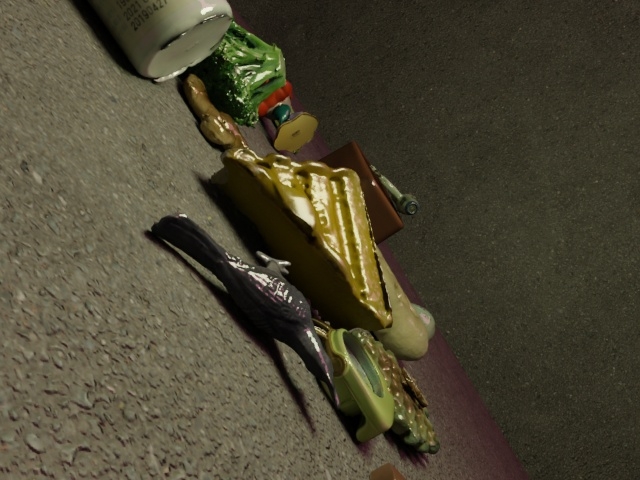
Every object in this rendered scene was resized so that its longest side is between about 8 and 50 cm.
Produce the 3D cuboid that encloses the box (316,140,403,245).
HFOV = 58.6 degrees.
[{"bbox_3d":[0.087,-0.123,1.783,0.239,0.229,0.339,53,13,-31],"label":"box"}]

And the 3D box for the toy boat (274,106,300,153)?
[{"bbox_3d":[-0.138,-0.466,2.175,0.276,0.084,0.111,61,14,18],"label":"toy boat"}]

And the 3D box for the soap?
[{"bbox_3d":[-0.042,0.019,1.057,0.305,0.169,0.338,4,63,-34],"label":"soap"}]

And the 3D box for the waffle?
[{"bbox_3d":[0.162,0.332,1.250,0.291,0.056,0.309,63,10,32],"label":"waffle"}]

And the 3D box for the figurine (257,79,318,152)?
[{"bbox_3d":[-0.139,-0.443,1.890,0.208,0.181,0.257,-4,48,-44],"label":"figurine"}]

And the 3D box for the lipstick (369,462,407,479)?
[{"bbox_3d":[0.137,0.423,0.916,0.145,0.045,0.045,51,13,-21],"label":"lipstick"}]

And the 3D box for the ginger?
[{"bbox_3d":[-0.237,-0.273,1.263,0.214,0.059,0.133,58,17,19],"label":"ginger"}]

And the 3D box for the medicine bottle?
[{"bbox_3d":[-0.343,-0.503,1.031,0.378,0.214,0.213,56,11,-7],"label":"medicine bottle"}]

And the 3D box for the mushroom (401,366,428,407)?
[{"bbox_3d":[0.210,0.329,1.275,0.101,0.019,0.049,58,8,2],"label":"mushroom"}]

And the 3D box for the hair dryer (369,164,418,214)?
[{"bbox_3d":[0.212,-0.157,1.744,0.199,0.067,0.167,43,3,-6],"label":"hair dryer"}]

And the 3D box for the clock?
[{"bbox_3d":[0.044,0.228,1.011,0.232,0.069,0.170,56,11,2],"label":"clock"}]

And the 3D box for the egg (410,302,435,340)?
[{"bbox_3d":[0.298,0.265,1.853,0.164,0.131,0.131,49,11,0],"label":"egg"}]

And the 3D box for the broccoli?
[{"bbox_3d":[-0.206,-0.412,1.366,0.261,0.242,0.269,86,-2,-66],"label":"broccoli"}]

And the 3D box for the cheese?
[{"bbox_3d":[0.154,0.144,1.545,0.328,0.130,0.350,51,10,-54],"label":"cheese"}]

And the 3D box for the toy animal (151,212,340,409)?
[{"bbox_3d":[-0.087,0.072,0.852,0.367,0.081,0.205,49,11,-17],"label":"toy animal"}]
